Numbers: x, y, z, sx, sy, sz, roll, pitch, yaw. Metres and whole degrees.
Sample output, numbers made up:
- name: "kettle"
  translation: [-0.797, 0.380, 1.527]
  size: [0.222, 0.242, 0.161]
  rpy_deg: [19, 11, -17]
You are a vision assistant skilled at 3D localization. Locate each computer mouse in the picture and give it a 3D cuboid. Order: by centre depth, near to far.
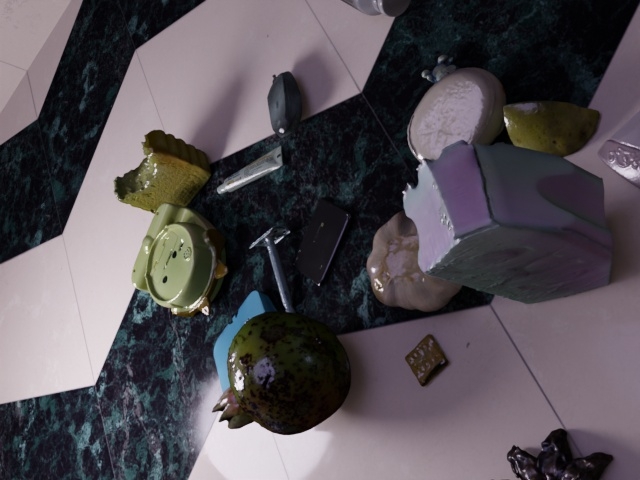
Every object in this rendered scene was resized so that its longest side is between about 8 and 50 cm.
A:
- name: "computer mouse"
  translation: [-0.091, -0.364, 2.015]
  size: [0.113, 0.068, 0.229]
  rpy_deg: [-49, 38, 40]

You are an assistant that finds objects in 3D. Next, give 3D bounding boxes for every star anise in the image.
- name: "star anise"
  translation: [0.392, 0.447, 1.281]
  size: [0.236, 0.109, 0.223]
  rpy_deg: [-32, 62, 32]

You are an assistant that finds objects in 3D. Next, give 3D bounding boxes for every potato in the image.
- name: "potato"
  translation: [0.431, -0.212, 1.415]
  size: [0.149, 0.120, 0.081]
  rpy_deg: [-7, 73, 44]

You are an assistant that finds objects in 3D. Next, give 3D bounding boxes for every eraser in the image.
- name: "eraser"
  translation: [0.609, -0.145, 1.263]
  size: [0.204, 0.059, 0.243]
  rpy_deg: [-48, 46, 25]

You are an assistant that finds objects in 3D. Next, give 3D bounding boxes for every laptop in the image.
- name: "laptop"
  translation: [0.000, 0.000, 1.855]
  size: [0.135, 0.016, 0.197]
  rpy_deg: [33, 102, 46]

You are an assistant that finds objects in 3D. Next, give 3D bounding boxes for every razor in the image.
- name: "razor"
  translation: [-0.103, 0.088, 1.906]
  size: [0.106, 0.068, 0.232]
  rpy_deg: [-36, 64, 44]

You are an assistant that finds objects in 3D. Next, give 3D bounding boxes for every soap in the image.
- name: "soap"
  translation: [0.323, -0.020, 1.235]
  size: [0.261, 0.446, 0.156]
  rpy_deg: [-21, 63, 39]

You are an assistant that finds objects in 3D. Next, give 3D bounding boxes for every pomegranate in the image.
- name: "pomegranate"
  translation: [-0.103, 0.323, 1.680]
  size: [0.341, 0.285, 0.285]
  rpy_deg: [-42, 53, 28]

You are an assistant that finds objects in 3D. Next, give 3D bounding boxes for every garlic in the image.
- name: "garlic"
  translation: [0.205, 0.040, 1.545]
  size: [0.228, 0.152, 0.227]
  rpy_deg: [-14, 66, 33]

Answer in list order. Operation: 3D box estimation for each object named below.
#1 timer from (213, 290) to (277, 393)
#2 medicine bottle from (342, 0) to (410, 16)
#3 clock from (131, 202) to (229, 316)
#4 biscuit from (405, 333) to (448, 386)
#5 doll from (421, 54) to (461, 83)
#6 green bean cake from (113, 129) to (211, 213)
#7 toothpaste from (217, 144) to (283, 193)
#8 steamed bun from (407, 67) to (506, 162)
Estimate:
- name: "timer"
  translation: [-0.171, 0.281, 1.923]
  size: [0.232, 0.091, 0.250]
  rpy_deg: [-54, 36, 20]
- name: "medicine bottle"
  translation: [0.123, -0.623, 1.825]
  size: [0.215, 0.135, 0.135]
  rpy_deg: [45, 110, 42]
- name: "clock"
  translation: [-0.393, 0.071, 2.150]
  size: [0.348, 0.117, 0.286]
  rpy_deg: [32, 102, 45]
- name: "biscuit"
  translation: [0.221, 0.250, 1.564]
  size: [0.083, 0.018, 0.081]
  rpy_deg: [-50, 49, 22]
- name: "doll"
  translation: [0.279, -0.369, 1.662]
  size: [0.076, 0.050, 0.083]
  rpy_deg: [-46, 47, 2]
- name: "green bean cake"
  translation: [-0.475, -0.200, 2.232]
  size: [0.236, 0.233, 0.124]
  rpy_deg: [-45, 45, 25]
- name: "toothpaste"
  translation: [-0.197, -0.187, 2.088]
  size: [0.255, 0.037, 0.067]
  rpy_deg: [-25, 56, 34]
- name: "steamed bun"
  translation: [0.291, -0.246, 1.556]
  size: [0.177, 0.131, 0.228]
  rpy_deg: [42, 107, 32]
